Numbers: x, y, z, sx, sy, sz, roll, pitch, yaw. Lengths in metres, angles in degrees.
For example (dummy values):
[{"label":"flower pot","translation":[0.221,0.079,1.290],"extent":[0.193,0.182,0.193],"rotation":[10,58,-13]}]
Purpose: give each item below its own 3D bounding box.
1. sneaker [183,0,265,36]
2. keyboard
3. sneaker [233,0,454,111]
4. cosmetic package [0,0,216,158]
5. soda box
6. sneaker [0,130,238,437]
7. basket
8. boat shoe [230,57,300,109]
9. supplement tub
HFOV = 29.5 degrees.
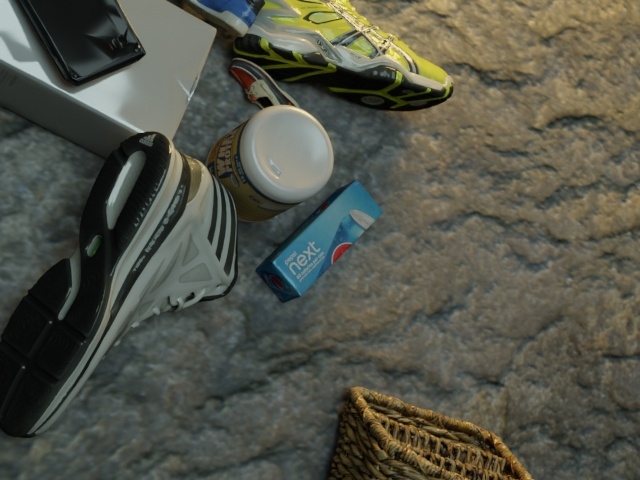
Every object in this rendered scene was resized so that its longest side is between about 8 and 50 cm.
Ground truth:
[{"label":"sneaker","translation":[-0.150,-0.379,1.865],"extent":[0.085,0.152,0.058],"rotation":[-54,151,-5]},{"label":"keyboard","translation":[-0.334,-0.379,1.653],"extent":[0.201,0.033,0.317],"rotation":[-29,91,-27]},{"label":"sneaker","translation":[0.054,-0.313,1.952],"extent":[0.384,0.145,0.147],"rotation":[16,72,-26]},{"label":"cosmetic package","translation":[-0.366,-0.281,1.719],"extent":[0.385,0.156,0.217],"rotation":[30,67,-20]},{"label":"soda box","translation":[0.000,0.000,1.896],"extent":[0.071,0.067,0.210],"rotation":[50,62,-9]},{"label":"sneaker","translation":[-0.251,0.097,1.684],"extent":[0.257,0.169,0.447],"rotation":[33,86,-46]},{"label":"basket","translation":[0.182,0.349,1.828],"extent":[0.299,0.213,0.223],"rotation":[23,70,-22]},{"label":"boat shoe","translation":[-0.092,-0.231,1.912],"extent":[0.137,0.049,0.043],"rotation":[41,65,-19]},{"label":"supplement tub","translation":[-0.085,-0.106,1.798],"extent":[0.144,0.199,0.144],"rotation":[7,75,-27]}]
